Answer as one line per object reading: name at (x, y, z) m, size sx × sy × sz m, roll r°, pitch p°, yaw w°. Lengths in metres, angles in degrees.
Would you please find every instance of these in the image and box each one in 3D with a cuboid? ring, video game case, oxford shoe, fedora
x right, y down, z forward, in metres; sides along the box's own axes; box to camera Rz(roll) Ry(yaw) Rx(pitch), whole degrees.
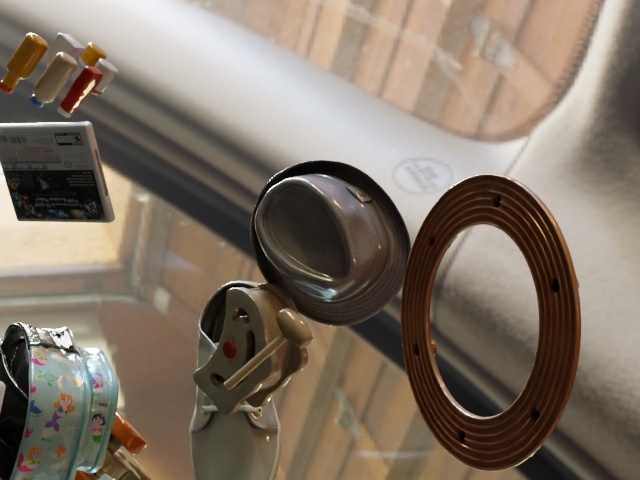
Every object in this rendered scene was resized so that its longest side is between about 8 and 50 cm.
ring at (0.190, 0.091, 1.201) m, size 0.336 × 0.032 × 0.336 m, roll -6°, pitch -97°, yaw 62°
video game case at (-0.441, -0.111, 1.735) m, size 0.022 × 0.190 × 0.173 m, roll -52°, pitch 138°, yaw -56°
oxford shoe at (-0.154, 0.266, 1.852) m, size 0.130 × 0.169 × 0.449 m, roll 69°, pitch 21°, yaw -62°
fedora at (0.000, 0.000, 1.638) m, size 0.244 × 0.124 × 0.275 m, roll -37°, pitch -101°, yaw 12°

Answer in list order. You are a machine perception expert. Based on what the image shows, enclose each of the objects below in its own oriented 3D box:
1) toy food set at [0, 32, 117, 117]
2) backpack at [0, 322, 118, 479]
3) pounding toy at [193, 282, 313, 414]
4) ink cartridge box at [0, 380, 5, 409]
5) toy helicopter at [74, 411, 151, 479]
toy food set at (-0.441, -0.280, 1.809) m, size 0.111 × 0.232 × 0.104 m, roll 42°, pitch -75°, yaw 5°
backpack at (-0.415, 0.263, 1.599) m, size 0.253 × 0.191 × 0.225 m, roll -141°, pitch -115°, yaw -66°
pounding toy at (-0.125, 0.158, 1.620) m, size 0.269 × 0.155 × 0.154 m, roll -47°, pitch -117°, yaw 38°
ink cartridge box at (-0.358, 0.310, 0.821) m, size 0.330 × 0.071 × 0.324 m, roll -45°, pitch -147°, yaw 41°
toy helicopter at (-0.407, 0.381, 1.947) m, size 0.235 × 0.140 × 0.355 m, roll 39°, pitch -14°, yaw 26°
